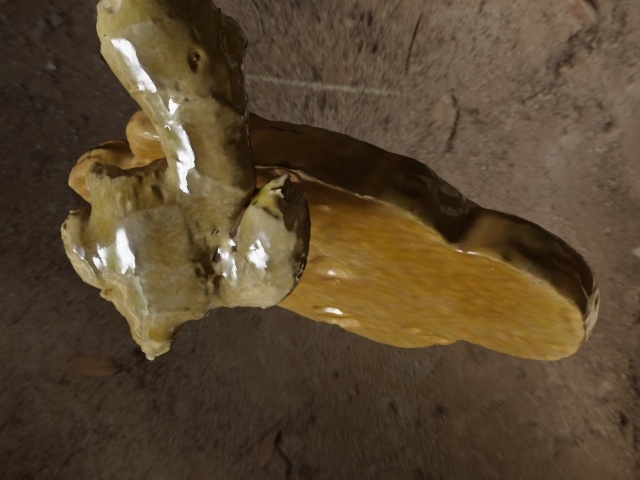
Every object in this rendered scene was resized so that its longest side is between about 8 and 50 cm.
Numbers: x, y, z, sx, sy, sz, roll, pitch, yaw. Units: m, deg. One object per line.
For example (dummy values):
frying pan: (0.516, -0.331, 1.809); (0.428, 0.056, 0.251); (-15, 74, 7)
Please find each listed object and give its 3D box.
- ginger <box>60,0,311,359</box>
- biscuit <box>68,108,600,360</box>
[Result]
ginger: (-0.083, -0.034, 0.582); (0.133, 0.059, 0.214); (-15, 113, 17)
biscuit: (0.002, -0.004, 0.756); (0.376, 0.269, 0.051); (16, 67, 14)
